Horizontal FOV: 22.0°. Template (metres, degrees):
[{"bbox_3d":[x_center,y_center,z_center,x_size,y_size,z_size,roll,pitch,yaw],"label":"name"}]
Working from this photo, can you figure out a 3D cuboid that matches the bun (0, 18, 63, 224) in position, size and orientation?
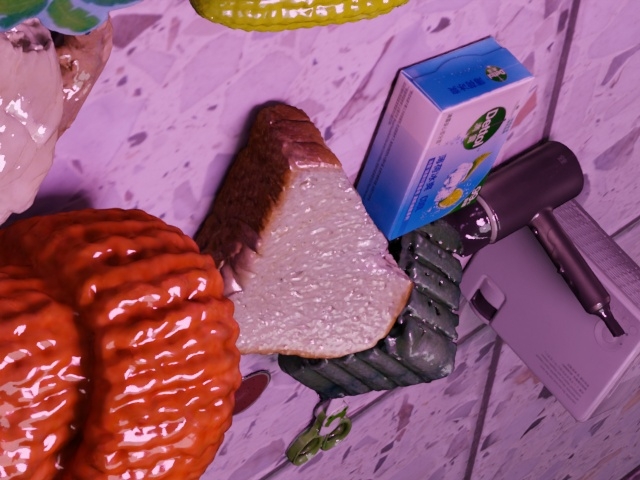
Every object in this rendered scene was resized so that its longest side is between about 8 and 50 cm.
[{"bbox_3d":[-0.272,-0.073,1.140,0.220,0.134,0.220,-29,154,-16],"label":"bun"}]

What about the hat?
[{"bbox_3d":[-0.285,0.110,1.345,0.400,0.285,0.285,0,134,-35],"label":"hat"}]

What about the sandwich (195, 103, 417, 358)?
[{"bbox_3d":[-0.002,-0.003,1.647,0.254,0.099,0.288,1,133,-32],"label":"sandwich"}]

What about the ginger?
[{"bbox_3d":[-0.205,-0.122,1.269,0.069,0.051,0.173,-6,132,-55],"label":"ginger"}]

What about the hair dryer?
[{"bbox_3d":[0.268,0.022,1.954,0.195,0.248,0.078,-29,167,-27],"label":"hair dryer"}]

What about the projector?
[{"bbox_3d":[0.315,0.076,2.089,0.099,0.257,0.192,-16,145,-45],"label":"projector"}]

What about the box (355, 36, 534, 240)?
[{"bbox_3d":[0.127,-0.107,1.739,0.139,0.073,0.194,-23,149,-35],"label":"box"}]

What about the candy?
[{"bbox_3d":[-0.015,-0.216,1.342,0.209,0.097,0.097,-18,146,-31],"label":"candy"}]

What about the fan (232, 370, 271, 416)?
[{"bbox_3d":[-0.099,0.179,1.953,0.085,0.005,0.133,-41,156,0],"label":"fan"}]

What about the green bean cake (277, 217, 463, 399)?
[{"bbox_3d":[0.051,0.069,1.859,0.208,0.193,0.107,-16,150,35],"label":"green bean cake"}]

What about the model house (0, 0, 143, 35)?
[{"bbox_3d":[-0.192,-0.257,0.936,0.313,0.242,0.357,-30,159,13],"label":"model house"}]

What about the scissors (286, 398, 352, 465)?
[{"bbox_3d":[0.014,0.225,2.167,0.101,0.027,0.204,-27,153,-32],"label":"scissors"}]
